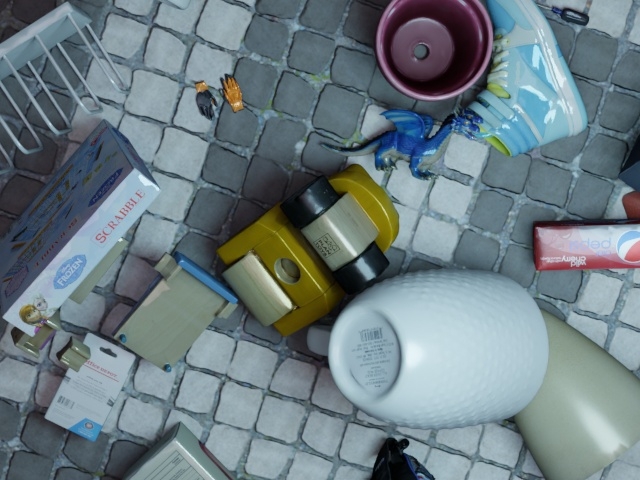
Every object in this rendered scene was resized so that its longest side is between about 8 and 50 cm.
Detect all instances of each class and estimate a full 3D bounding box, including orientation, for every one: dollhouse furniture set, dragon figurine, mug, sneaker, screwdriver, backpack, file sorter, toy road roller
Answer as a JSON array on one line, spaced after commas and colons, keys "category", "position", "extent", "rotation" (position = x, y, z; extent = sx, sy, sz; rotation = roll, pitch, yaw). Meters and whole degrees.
[{"category": "dollhouse furniture set", "position": [-0.353, 0.116, 1.867], "extent": [0.303, 0.198, 0.286], "rotation": [37, 94, -28]}, {"category": "dragon figurine", "position": [0.153, -0.192, 1.850], "extent": [0.289, 0.085, 0.144], "rotation": [15, 102, 26]}, {"category": "mug", "position": [0.146, 0.183, 1.764], "extent": [0.328, 0.374, 0.276], "rotation": [2, 90, -47]}, {"category": "sneaker", "position": [0.325, -0.296, 1.844], "extent": [0.208, 0.127, 0.319], "rotation": [-28, 95, -1]}, {"category": "screwdriver", "position": [0.413, -0.431, 1.887], "extent": [0.170, 0.024, 0.025], "rotation": [22, 123, -2]}, {"category": "backpack", "position": [0.134, 0.533, 1.842], "extent": [0.213, 0.263, 0.276], "rotation": [38, 92, -5]}, {"category": "file sorter", "position": [-0.490, -0.260, 1.787], "extent": [0.278, 0.193, 0.173], "rotation": [-33, 98, 1]}, {"category": "toy road roller", "position": [0.000, 0.000, 1.849], "extent": [0.329, 0.240, 0.202], "rotation": [-33, 97, 39]}]

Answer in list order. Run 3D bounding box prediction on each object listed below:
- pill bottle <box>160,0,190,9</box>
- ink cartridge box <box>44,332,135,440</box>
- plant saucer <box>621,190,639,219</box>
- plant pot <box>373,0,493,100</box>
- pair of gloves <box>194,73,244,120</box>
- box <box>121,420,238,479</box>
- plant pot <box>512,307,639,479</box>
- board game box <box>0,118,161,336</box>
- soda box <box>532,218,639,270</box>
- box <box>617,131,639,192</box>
[{"category": "pill bottle", "position": [-0.247, -0.534, 1.799], "extent": [0.131, 0.131, 0.229], "rotation": [25, 94, -4]}, {"category": "ink cartridge box", "position": [-0.420, 0.265, 1.899], "extent": [0.104, 0.060, 0.180], "rotation": [27, 93, -4]}, {"category": "plant saucer", "position": [0.728, -0.006, 1.923], "extent": [0.258, 0.048, 0.259], "rotation": [-20, 96, 0]}, {"category": "plant pot", "position": [0.189, -0.343, 1.807], "extent": [0.201, 0.180, 0.201], "rotation": [0, 96, -2]}, {"category": "pair of gloves", "position": [-0.186, -0.263, 1.886], "extent": [0.083, 0.010, 0.074], "rotation": [-17, 96, 0]}, {"category": "box", "position": [-0.237, 0.475, 1.892], "extent": [0.149, 0.127, 0.232], "rotation": [-42, 95, 2]}, {"category": "plant pot", "position": [0.436, 0.267, 1.855], "extent": [0.256, 0.256, 0.274], "rotation": [-38, 80, 2]}, {"category": "board game box", "position": [-0.425, -0.033, 1.748], "extent": [0.066, 0.318, 0.318], "rotation": [40, 94, -29]}, {"category": "soda box", "position": [0.521, 0.007, 1.868], "extent": [0.263, 0.092, 0.083], "rotation": [-2, 98, 10]}, {"category": "box", "position": [0.750, -0.161, 1.784], "extent": [0.343, 0.179, 0.312], "rotation": [33, 66, -5]}]
